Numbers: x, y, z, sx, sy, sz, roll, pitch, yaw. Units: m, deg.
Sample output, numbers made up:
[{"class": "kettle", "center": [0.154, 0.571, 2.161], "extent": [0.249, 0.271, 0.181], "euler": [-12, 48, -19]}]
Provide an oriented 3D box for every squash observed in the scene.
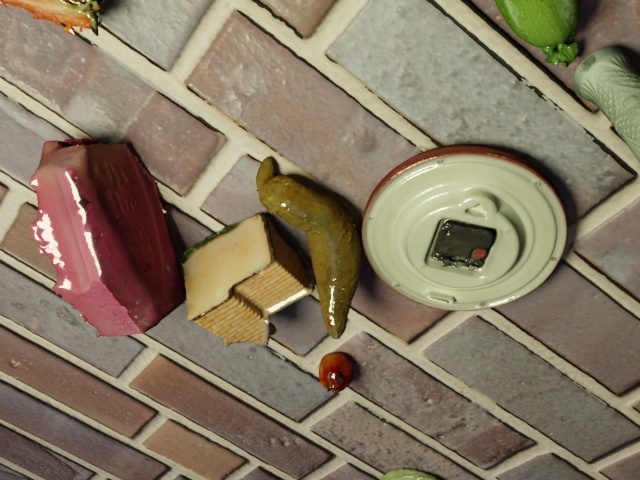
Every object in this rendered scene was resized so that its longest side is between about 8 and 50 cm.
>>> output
[{"class": "squash", "center": [0.224, -0.334, 0.789], "extent": [0.102, 0.101, 0.378], "euler": [-17, 140, 23]}]

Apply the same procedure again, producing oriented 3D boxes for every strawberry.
[{"class": "strawberry", "center": [-0.380, -0.368, 0.919], "extent": [0.236, 0.106, 0.175], "euler": [24, 168, -5]}]

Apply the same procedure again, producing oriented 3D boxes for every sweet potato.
[{"class": "sweet potato", "center": [0.002, -0.003, 1.125], "extent": [0.124, 0.098, 0.309], "euler": [-29, 104, -13]}]

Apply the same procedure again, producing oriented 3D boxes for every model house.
[{"class": "model house", "center": [-0.112, 0.076, 1.198], "extent": [0.183, 0.166, 0.172], "euler": [-32, 133, 15]}]

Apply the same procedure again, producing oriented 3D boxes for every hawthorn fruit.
[{"class": "hawthorn fruit", "center": [0.030, 0.255, 1.355], "extent": [0.077, 0.077, 0.077], "euler": [6, 129, 7]}]

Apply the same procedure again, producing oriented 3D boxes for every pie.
[{"class": "pie", "center": [0.214, 0.583, 1.606], "extent": [0.187, 0.041, 0.186], "euler": [5, 130, 6]}]

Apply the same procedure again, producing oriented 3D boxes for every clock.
[{"class": "clock", "center": [0.222, -0.007, 1.100], "extent": [0.319, 0.080, 0.318], "euler": [6, 130, 7]}]

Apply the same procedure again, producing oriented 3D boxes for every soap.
[{"class": "soap", "center": [-0.338, -0.011, 1.115], "extent": [0.128, 0.220, 0.324], "euler": [-13, 102, 16]}]

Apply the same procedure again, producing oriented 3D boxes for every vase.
[{"class": "vase", "center": [0.392, -0.152, 0.851], "extent": [0.096, 0.219, 0.096], "euler": [-10, 135, -10]}]
